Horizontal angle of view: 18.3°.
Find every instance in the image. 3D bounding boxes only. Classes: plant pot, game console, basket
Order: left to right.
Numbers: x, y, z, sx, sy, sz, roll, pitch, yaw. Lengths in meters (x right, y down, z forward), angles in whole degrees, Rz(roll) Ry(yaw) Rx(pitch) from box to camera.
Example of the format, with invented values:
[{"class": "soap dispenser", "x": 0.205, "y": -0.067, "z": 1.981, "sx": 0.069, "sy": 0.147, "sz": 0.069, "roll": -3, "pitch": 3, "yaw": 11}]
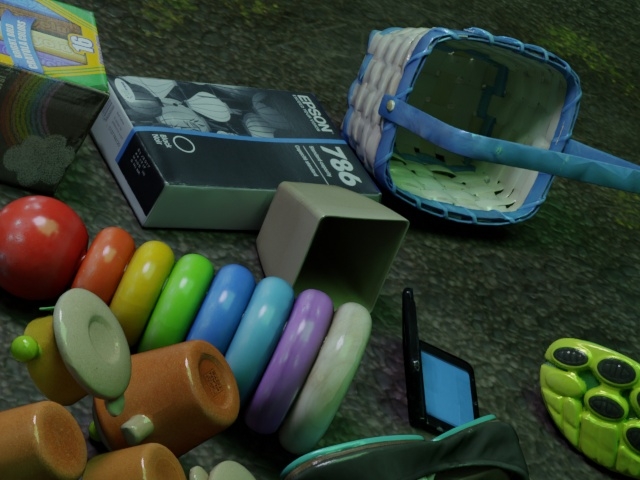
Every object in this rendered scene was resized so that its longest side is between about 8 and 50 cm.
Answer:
[{"class": "plant pot", "x": 0.000, "y": 0.000, "z": 1.894, "sx": 0.109, "sy": 0.109, "sz": 0.096, "roll": 3, "pitch": 30, "yaw": -39}, {"class": "game console", "x": 0.114, "y": 0.118, "z": 1.859, "sx": 0.071, "sy": 0.107, "sz": 0.122, "roll": -2, "pitch": 37, "yaw": -1}, {"class": "basket", "x": 0.176, "y": -0.113, "z": 2.069, "sx": 0.255, "sy": 0.201, "sz": 0.289, "roll": 12, "pitch": 7, "yaw": -31}]

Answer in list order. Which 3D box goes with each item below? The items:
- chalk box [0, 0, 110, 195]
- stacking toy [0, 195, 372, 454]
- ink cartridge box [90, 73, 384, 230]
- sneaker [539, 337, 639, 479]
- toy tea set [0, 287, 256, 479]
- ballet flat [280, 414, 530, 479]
[{"class": "chalk box", "x": -0.318, "y": -0.151, "z": 1.793, "sx": 0.213, "sy": 0.132, "sz": 0.132, "roll": 16, "pitch": 36, "yaw": -26}, {"class": "stacking toy", "x": -0.128, "y": 0.053, "z": 1.687, "sx": 0.330, "sy": 0.141, "sz": 0.141, "roll": 26, "pitch": 32, "yaw": -3}, {"class": "ink cartridge box", "x": -0.062, "y": -0.083, "z": 1.987, "sx": 0.333, "sy": 0.065, "sz": 0.165, "roll": 2, "pitch": 42, "yaw": -40}, {"class": "sneaker", "x": 0.344, "y": 0.186, "z": 1.953, "sx": 0.296, "sy": 0.109, "sz": 0.123, "roll": 27, "pitch": 9, "yaw": -5}, {"class": "toy tea set", "x": -0.172, "y": 0.152, "z": 1.485, "sx": 0.336, "sy": 0.124, "sz": 0.200, "roll": 30, "pitch": 43, "yaw": -54}, {"class": "ballet flat", "x": 0.089, "y": 0.210, "z": 1.693, "sx": 0.280, "sy": 0.095, "sz": 0.096, "roll": -7, "pitch": 61, "yaw": -45}]
